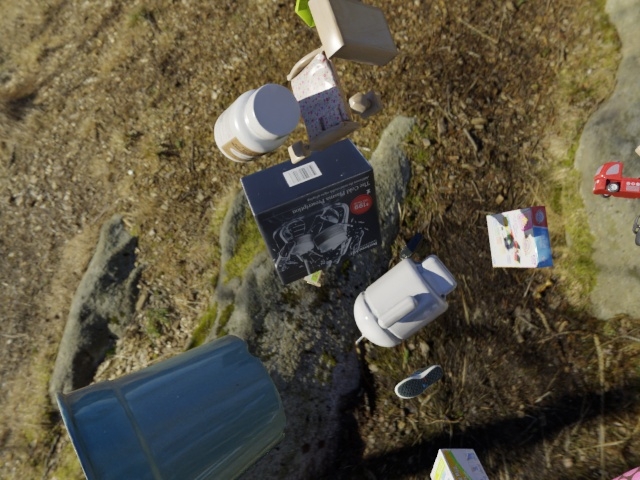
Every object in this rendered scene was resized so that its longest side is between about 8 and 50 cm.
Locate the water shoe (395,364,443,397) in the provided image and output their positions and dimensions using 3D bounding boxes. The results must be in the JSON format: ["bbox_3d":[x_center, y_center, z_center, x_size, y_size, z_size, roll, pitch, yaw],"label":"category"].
[{"bbox_3d":[0.374,0.541,1.640,0.203,0.080,0.072,-21,86,-11],"label":"water shoe"}]

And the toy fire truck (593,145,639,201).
[{"bbox_3d":[0.634,-0.141,0.810,0.192,0.047,0.135,10,83,19],"label":"toy fire truck"}]

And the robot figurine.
[{"bbox_3d":[0.249,0.194,1.331,0.353,0.300,0.199,-40,80,15],"label":"robot figurine"}]

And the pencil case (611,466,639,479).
[{"bbox_3d":[0.815,0.617,1.055,0.098,0.209,0.095,36,43,9],"label":"pencil case"}]

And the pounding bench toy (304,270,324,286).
[{"bbox_3d":[-0.035,0.128,1.560,0.083,0.065,0.052,16,77,14],"label":"pounding bench toy"}]

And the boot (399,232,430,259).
[{"bbox_3d":[0.338,0.035,1.517,0.045,0.099,0.121,34,86,38],"label":"boot"}]

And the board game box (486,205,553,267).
[{"bbox_3d":[0.824,-0.007,1.793,0.064,0.316,0.242,-6,89,-10],"label":"board game box"}]

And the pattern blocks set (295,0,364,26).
[{"bbox_3d":[0.053,-0.599,0.930,0.285,0.325,0.026,-42,38,9],"label":"pattern blocks set"}]

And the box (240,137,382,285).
[{"bbox_3d":[-0.015,-0.079,1.268,0.343,0.312,0.179,-22,48,-6],"label":"box"}]

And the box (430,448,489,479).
[{"bbox_3d":[0.385,0.671,1.124,0.103,0.114,0.203,5,24,-9],"label":"box"}]

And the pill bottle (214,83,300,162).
[{"bbox_3d":[-0.138,-0.251,0.925,0.229,0.131,0.131,-1,60,61],"label":"pill bottle"}]

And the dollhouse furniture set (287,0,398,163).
[{"bbox_3d":[-0.037,-0.374,0.929,0.356,0.174,0.303,-23,83,45],"label":"dollhouse furniture set"}]

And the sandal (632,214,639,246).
[{"bbox_3d":[1.001,-0.046,1.319,0.054,0.255,0.097,26,121,37],"label":"sandal"}]

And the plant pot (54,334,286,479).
[{"bbox_3d":[-0.270,0.367,0.831,0.334,0.341,0.341,-24,57,-34],"label":"plant pot"}]
